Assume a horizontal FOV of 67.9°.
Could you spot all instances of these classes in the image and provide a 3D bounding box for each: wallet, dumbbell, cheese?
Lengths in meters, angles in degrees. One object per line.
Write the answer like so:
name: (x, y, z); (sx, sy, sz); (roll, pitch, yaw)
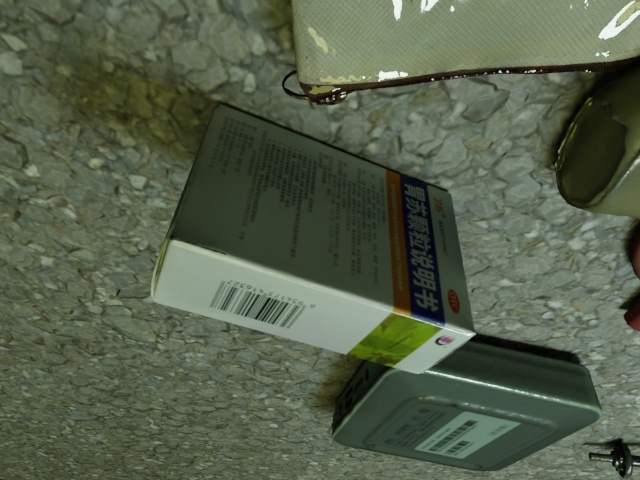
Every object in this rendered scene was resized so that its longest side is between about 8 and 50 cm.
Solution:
wallet: (0.123, -0.228, 0.357); (0.335, 0.068, 0.274); (-5, 141, 1)
dumbbell: (0.752, 0.505, 1.081); (0.255, 0.110, 0.110); (2, 138, 13)
cheese: (0.356, -0.090, 0.464); (0.203, 0.091, 0.175); (7, 139, -3)

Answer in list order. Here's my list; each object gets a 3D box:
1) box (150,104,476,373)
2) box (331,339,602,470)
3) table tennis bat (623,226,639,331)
box: (0.000, 0.000, 0.509); (0.300, 0.200, 0.106); (19, 137, -16)
box: (0.249, 0.328, 0.914); (0.397, 0.111, 0.396); (13, 138, -7)
table tennis bat: (0.494, 0.020, 0.611); (0.200, 0.038, 0.310); (6, 137, -1)
